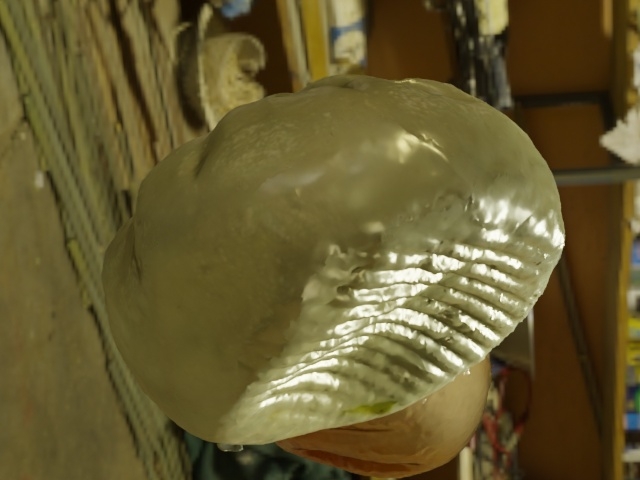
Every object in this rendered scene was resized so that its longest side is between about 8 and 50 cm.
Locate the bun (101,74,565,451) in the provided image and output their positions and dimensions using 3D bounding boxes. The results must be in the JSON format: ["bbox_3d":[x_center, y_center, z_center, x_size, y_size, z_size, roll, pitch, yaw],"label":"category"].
[{"bbox_3d":[0.000,0.000,0.615,0.160,0.259,0.259,60,-5,27],"label":"bun"}]

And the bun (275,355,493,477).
[{"bbox_3d":[-0.011,0.075,0.887,0.165,0.299,0.299,-41,149,-17],"label":"bun"}]
